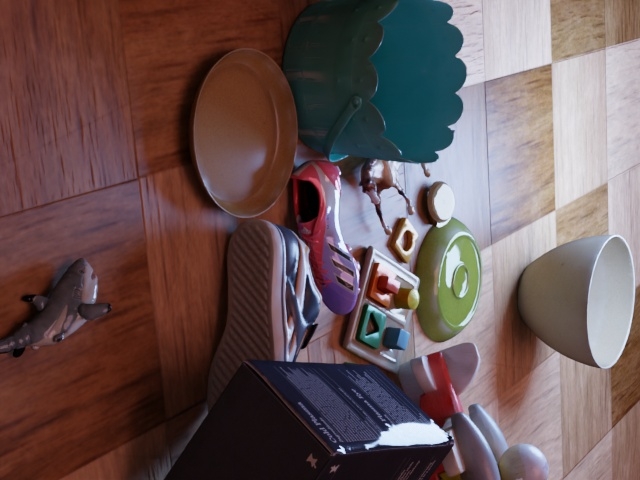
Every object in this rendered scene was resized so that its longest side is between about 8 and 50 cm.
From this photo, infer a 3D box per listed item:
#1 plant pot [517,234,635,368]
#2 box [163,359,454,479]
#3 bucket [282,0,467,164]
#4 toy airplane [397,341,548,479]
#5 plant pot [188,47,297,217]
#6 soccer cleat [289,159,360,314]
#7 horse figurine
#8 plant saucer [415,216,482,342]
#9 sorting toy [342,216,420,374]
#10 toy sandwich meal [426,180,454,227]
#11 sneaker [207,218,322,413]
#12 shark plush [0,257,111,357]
[{"bbox_3d":[0.536,0.124,2.450,0.284,0.191,0.284,-9,101,-56],"label":"plant pot"},{"bbox_3d":[-0.044,0.342,1.501,0.343,0.179,0.312,-56,150,14],"label":"box"},{"bbox_3d":[0.083,-0.247,1.738,0.281,0.183,0.281,-11,103,-54],"label":"bucket"},{"bbox_3d":[0.263,0.368,1.999,0.386,0.272,0.384,-72,159,-49],"label":"toy airplane"},{"bbox_3d":[-0.112,-0.150,1.598,0.236,0.032,0.236,-9,102,-54],"label":"plant pot"},{"bbox_3d":[0.000,0.000,1.739,0.095,0.083,0.248,-23,110,-52],"label":"soccer cleat"},{"bbox_3d":[0.131,-0.138,1.926,0.263,0.066,0.174,-63,141,-29],"label":"horse figurine"},{"bbox_3d":[0.252,0.076,2.160,0.241,0.037,0.241,-12,105,-55],"label":"plant saucer"},{"bbox_3d":[0.118,0.122,1.958,0.196,0.047,0.347,35,65,-52],"label":"sorting toy"},{"bbox_3d":[0.217,-0.068,2.099,0.085,0.029,0.085,1,88,-46],"label":"toy sandwich meal"},{"bbox_3d":[-0.069,0.137,1.613,0.127,0.126,0.321,14,82,-53],"label":"sneaker"},{"bbox_3d":[-0.323,0.087,1.324,0.161,0.073,0.067,-34,103,-25],"label":"shark plush"}]
